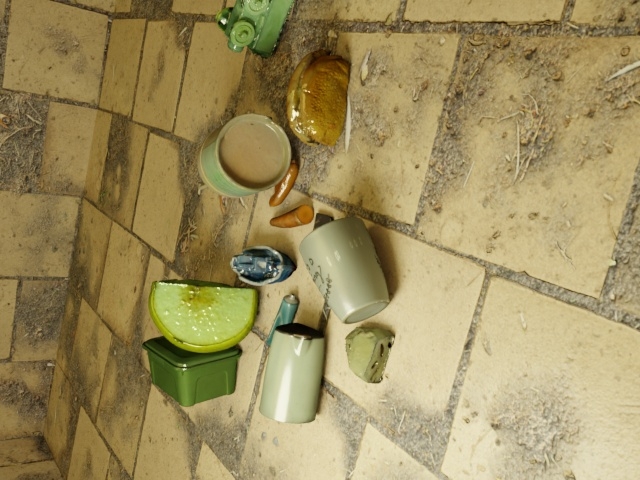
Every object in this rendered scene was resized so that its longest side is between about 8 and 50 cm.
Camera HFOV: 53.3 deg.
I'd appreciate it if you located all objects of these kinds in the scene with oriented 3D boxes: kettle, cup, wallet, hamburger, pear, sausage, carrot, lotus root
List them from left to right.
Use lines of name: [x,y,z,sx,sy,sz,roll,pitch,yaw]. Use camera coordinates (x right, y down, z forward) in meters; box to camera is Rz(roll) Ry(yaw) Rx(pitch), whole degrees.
pear: [-0.393,0.249,2.121,0.318,0.343,0.238,148,127,-76]
sausage: [-0.114,-0.174,1.999,0.062,0.054,0.183,-72,8,-64]
carrot: [-0.102,-0.065,1.977,0.210,0.061,0.061,-12,77,55]
kettle: [-0.082,0.367,1.830,0.240,0.165,0.255,-165,81,-80]
hamburger: [-0.021,-0.414,1.827,0.144,0.157,0.282,12,98,52]
wallet: [0.000,0.000,1.864,0.082,0.018,0.156,20,100,50]
cup: [0.066,0.100,1.673,0.258,0.187,0.234,106,143,-64]
lotus root: [0.109,0.286,1.653,0.144,0.070,0.143,17,99,51]

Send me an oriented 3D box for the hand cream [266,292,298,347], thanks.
hand cream: [-0.118,0.256,1.971,0.083,0.048,0.224,45,125,41]

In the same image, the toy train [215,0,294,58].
toy train: [-0.214,-0.739,2.081,0.159,0.188,0.271,55,129,40]

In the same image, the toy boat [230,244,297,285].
toy boat: [-0.197,0.078,2.005,0.309,0.143,0.129,1,85,52]

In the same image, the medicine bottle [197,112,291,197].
medicine bottle: [-0.267,-0.254,2.036,0.406,0.236,0.235,178,96,-68]

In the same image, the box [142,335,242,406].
box: [-0.445,0.435,2.202,0.329,0.253,0.177,11,104,53]
